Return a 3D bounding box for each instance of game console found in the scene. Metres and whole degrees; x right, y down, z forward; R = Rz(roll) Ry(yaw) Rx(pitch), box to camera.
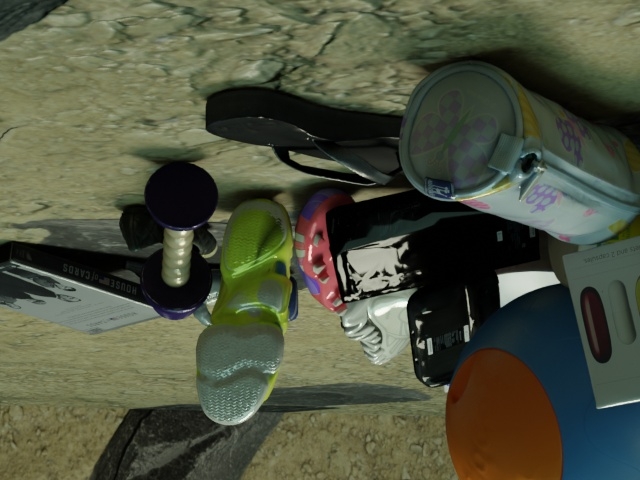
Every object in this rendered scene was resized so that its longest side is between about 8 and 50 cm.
[{"bbox_3d":[0.127,0.056,1.869,0.213,0.044,0.361,-12,145,-1],"label":"game console"}]

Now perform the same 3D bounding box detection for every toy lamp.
[{"bbox_3d":[-0.143,0.011,1.773,0.080,0.080,0.275,0,158,-8],"label":"toy lamp"}]

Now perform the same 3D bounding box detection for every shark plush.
[{"bbox_3d":[-0.171,0.041,2.176,0.161,0.073,0.067,26,136,-24],"label":"shark plush"}]

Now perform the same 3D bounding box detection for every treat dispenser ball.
[{"bbox_3d":[0.273,0.186,1.818,0.288,0.288,0.288,-2,169,0],"label":"treat dispenser ball"}]

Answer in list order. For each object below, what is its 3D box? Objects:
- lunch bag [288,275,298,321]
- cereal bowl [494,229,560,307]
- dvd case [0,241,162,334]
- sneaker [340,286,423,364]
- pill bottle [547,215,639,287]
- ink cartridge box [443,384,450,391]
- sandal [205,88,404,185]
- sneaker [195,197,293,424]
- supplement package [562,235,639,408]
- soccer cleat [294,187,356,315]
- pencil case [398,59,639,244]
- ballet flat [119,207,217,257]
[{"bbox_3d":[-0.078,0.076,2.246,0.098,0.067,0.065,-5,168,13],"label":"lunch bag"},{"bbox_3d":[0.304,0.087,2.037,0.339,0.141,0.339,12,144,9],"label":"cereal bowl"},{"bbox_3d":[-0.323,0.061,2.132,0.238,0.030,0.179,20,157,-38],"label":"dvd case"},{"bbox_3d":[0.100,0.094,2.302,0.118,0.110,0.292,-13,167,9],"label":"sneaker"},{"bbox_3d":[0.345,-0.009,1.774,0.208,0.118,0.117,1,168,-10],"label":"pill bottle"},{"bbox_3d":[0.277,0.185,2.516,0.208,0.045,0.206,-2,168,5],"label":"ink cartridge box"},{"bbox_3d":[0.002,-0.079,1.526,0.254,0.054,0.097,8,165,-41],"label":"sandal"},{"bbox_3d":[-0.070,0.072,1.851,0.091,0.240,0.126,14,-174,4],"label":"sneaker"},{"bbox_3d":[0.387,0.047,1.549,0.262,0.145,0.204,-18,173,43],"label":"supplement package"},{"bbox_3d":[0.000,0.000,1.880,0.083,0.095,0.248,-38,157,-9],"label":"soccer cleat"},{"bbox_3d":[0.176,-0.068,1.461,0.124,0.114,0.273,11,177,32],"label":"pencil case"},{"bbox_3d":[-0.167,0.001,1.907,0.057,0.049,0.173,-6,168,27],"label":"ballet flat"}]
